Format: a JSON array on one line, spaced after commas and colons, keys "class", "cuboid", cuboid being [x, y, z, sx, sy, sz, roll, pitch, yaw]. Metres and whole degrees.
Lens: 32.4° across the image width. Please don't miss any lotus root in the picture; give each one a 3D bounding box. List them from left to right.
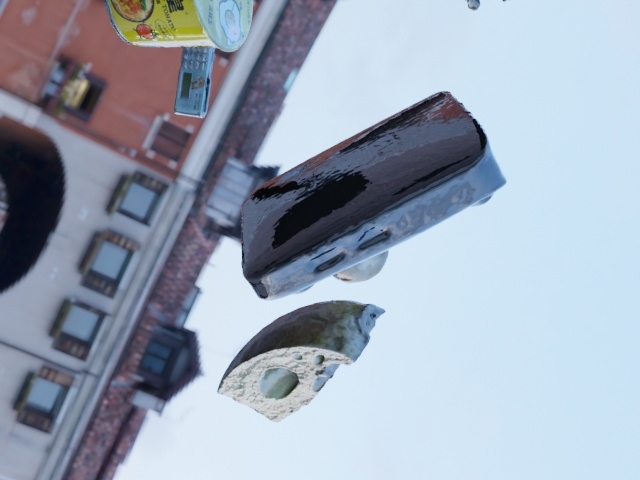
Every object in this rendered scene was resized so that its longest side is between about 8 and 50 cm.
[{"class": "lotus root", "cuboid": [-0.042, 0.183, 1.857, 0.314, 0.142, 0.210, -44, -171, 31]}]

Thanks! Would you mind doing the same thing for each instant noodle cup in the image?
[{"class": "instant noodle cup", "cuboid": [-0.192, -0.335, 1.472, 0.144, 0.182, 0.182, -3, -125, 23]}]

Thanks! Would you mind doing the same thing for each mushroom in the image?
[{"class": "mushroom", "cuboid": [0.000, -0.002, 1.467, 0.088, 0.097, 0.212, -58, -145, 0]}]

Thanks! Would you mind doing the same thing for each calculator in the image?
[{"class": "calculator", "cuboid": [-0.186, -0.273, 1.666, 0.018, 0.057, 0.172, -2, 101, -68]}]

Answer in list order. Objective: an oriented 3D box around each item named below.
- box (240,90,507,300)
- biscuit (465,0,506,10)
[{"class": "box", "cuboid": [0.045, -0.053, 1.189, 0.289, 0.073, 0.290, -28, -161, 4]}, {"class": "biscuit", "cuboid": [0.163, -0.394, 1.251, 0.115, 0.268, 0.366, -25, -174, 7]}]
